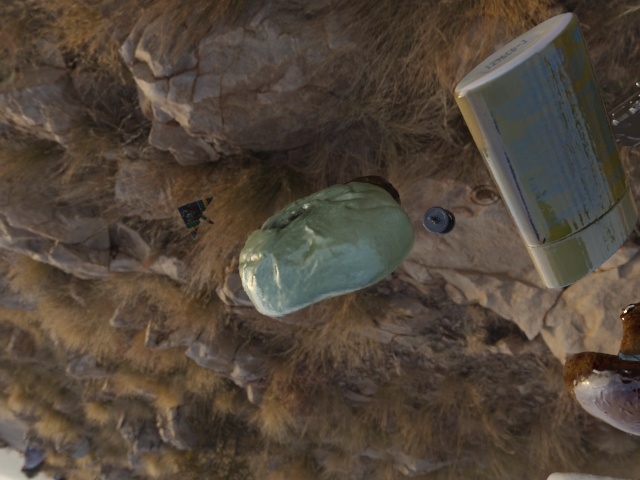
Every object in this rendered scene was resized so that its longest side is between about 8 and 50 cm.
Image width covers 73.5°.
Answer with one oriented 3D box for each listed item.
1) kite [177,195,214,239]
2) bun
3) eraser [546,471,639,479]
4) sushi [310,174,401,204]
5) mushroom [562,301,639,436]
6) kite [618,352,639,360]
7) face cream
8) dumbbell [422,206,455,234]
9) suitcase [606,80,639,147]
[{"bbox_3d":[-0.285,-0.061,0.985,0.090,0.122,0.004,25,152,-6],"label":"kite"},{"bbox_3d":[0.003,-0.001,0.521,0.221,0.221,0.108,-16,105,36],"label":"bun"},{"bbox_3d":[0.439,0.336,0.403,0.332,0.149,0.331,14,151,8],"label":"eraser"},{"bbox_3d":[0.096,-0.060,1.378,0.349,0.207,0.234,-22,115,30],"label":"sushi"},{"bbox_3d":[0.839,0.322,1.100,0.334,0.356,0.331,21,-179,-31],"label":"mushroom"},{"bbox_3d":[0.543,0.186,0.686,0.157,0.139,0.011,4,149,-13],"label":"kite"},{"bbox_3d":[0.264,-0.082,0.478,0.139,0.067,0.285,-35,114,2],"label":"face cream"},{"bbox_3d":[0.311,-0.051,1.122,0.069,0.069,0.147,-12,170,33],"label":"dumbbell"},{"bbox_3d":[0.736,-0.274,0.930,0.207,0.066,0.285,5,175,8],"label":"suitcase"}]
